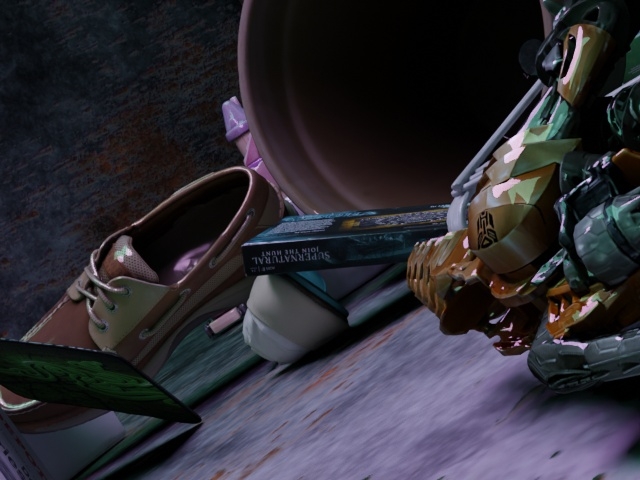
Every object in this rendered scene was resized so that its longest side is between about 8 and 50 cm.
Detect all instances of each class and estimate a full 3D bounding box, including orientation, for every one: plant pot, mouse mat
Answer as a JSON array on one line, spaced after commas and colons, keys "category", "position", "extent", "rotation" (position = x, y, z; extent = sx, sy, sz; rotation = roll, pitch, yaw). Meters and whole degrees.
[{"category": "plant pot", "position": [0.132, -0.169, 1.309], "extent": [0.323, 0.323, 0.280], "rotation": [-31, -12, 35]}, {"category": "mouse mat", "position": [-0.203, 0.108, 1.144], "extent": [0.189, 0.152, 0.007], "rotation": [3, 65, 26]}]

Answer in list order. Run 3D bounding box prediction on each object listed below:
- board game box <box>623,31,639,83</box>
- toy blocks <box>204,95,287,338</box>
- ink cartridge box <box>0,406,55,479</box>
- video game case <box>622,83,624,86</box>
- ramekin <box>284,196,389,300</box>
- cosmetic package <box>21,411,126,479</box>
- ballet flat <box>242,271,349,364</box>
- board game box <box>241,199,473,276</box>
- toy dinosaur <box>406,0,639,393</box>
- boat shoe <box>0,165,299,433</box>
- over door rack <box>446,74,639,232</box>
[{"category": "board game box", "position": [0.452, -0.270, 1.660], "extent": [0.213, 0.046, 0.317], "rotation": [-34, 3, -26]}, {"category": "toy blocks", "position": [-0.076, -0.073, 1.962], "extent": [0.309, 0.260, 0.288], "rotation": [-33, 4, 5]}, {"category": "ink cartridge box", "position": [-0.318, 0.169, 1.073], "extent": [0.121, 0.211, 0.289], "rotation": [-35, 3, 0]}, {"category": "video game case", "position": [0.206, -0.093, 1.584], "extent": [0.206, 0.026, 0.227], "rotation": [-34, 3, -19]}, {"category": "ramekin", "position": [0.000, 0.000, 1.463], "extent": [0.207, 0.109, 0.207], "rotation": [-33, 4, 2]}, {"category": "cosmetic package", "position": [-0.349, 0.217, 1.373], "extent": [0.224, 0.138, 0.224], "rotation": [-31, 3, 32]}, {"category": "ballet flat", "position": [-0.026, 0.063, 1.180], "extent": [0.086, 0.086, 0.248], "rotation": [-33, 2, 1]}, {"category": "board game box", "position": [0.047, -0.004, 1.082], "extent": [0.186, 0.026, 0.126], "rotation": [-5, 9, 15]}, {"category": "toy dinosaur", "position": [0.117, -0.029, 0.531], "extent": [0.322, 0.164, 0.218], "rotation": [4, 48, 48]}, {"category": "boat shoe", "position": [-0.168, 0.042, 1.286], "extent": [0.324, 0.123, 0.116], "rotation": [-39, -35, -9]}, {"category": "over door rack", "position": [0.231, -0.131, 0.926], "extent": [0.239, 0.108, 0.324], "rotation": [-30, 25, 49]}]
